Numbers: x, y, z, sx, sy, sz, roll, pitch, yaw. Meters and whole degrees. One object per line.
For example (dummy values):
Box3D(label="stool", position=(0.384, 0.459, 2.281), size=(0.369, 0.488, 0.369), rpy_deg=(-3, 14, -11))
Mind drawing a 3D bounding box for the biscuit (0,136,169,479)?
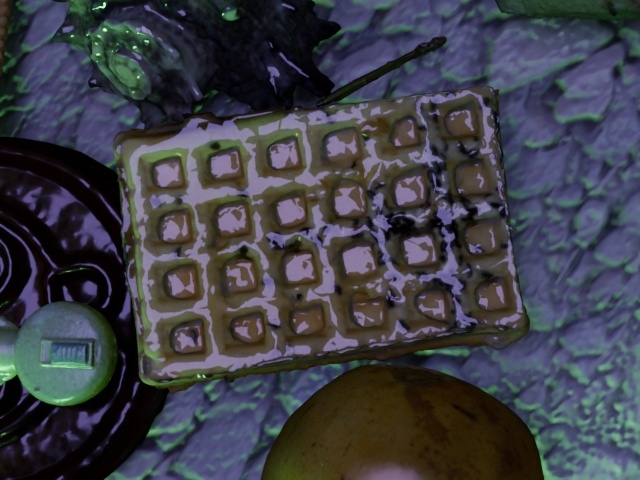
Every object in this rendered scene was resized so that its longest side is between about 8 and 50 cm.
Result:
Box3D(label="biscuit", position=(-0.346, 0.087, 1.317), size=(0.407, 0.091, 0.407), rpy_deg=(-1, 84, 13))

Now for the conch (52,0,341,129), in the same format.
Box3D(label="conch", position=(-0.135, -0.213, 1.258), size=(0.313, 0.186, 0.240), rpy_deg=(8, 119, -5))

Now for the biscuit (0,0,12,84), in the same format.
Box3D(label="biscuit", position=(-0.414, -0.215, 1.363), size=(0.160, 0.030, 0.249), rpy_deg=(-6, 67, 13))

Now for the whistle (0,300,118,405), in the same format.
Box3D(label="whistle", position=(-0.299, 0.110, 1.232), size=(0.198, 0.057, 0.104), rpy_deg=(2, 86, 9))

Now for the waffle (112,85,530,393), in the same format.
Box3D(label="waffle", position=(0.000, 0.000, 1.194), size=(0.376, 0.114, 0.261), rpy_deg=(-6, 80, 1))

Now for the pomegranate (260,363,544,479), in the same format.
Box3D(label="pomegranate", position=(0.069, 0.243, 1.116), size=(0.264, 0.264, 0.264), rpy_deg=(-1, 84, 14))

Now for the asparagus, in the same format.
Box3D(label="asparagus", position=(0.062, -0.169, 1.243), size=(0.166, 0.013, 0.016), rpy_deg=(-31, 50, -22))

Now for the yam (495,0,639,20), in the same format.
Box3D(label="yam", position=(0.257, -0.343, 1.159), size=(0.202, 0.201, 0.271), rpy_deg=(14, 104, 52))
